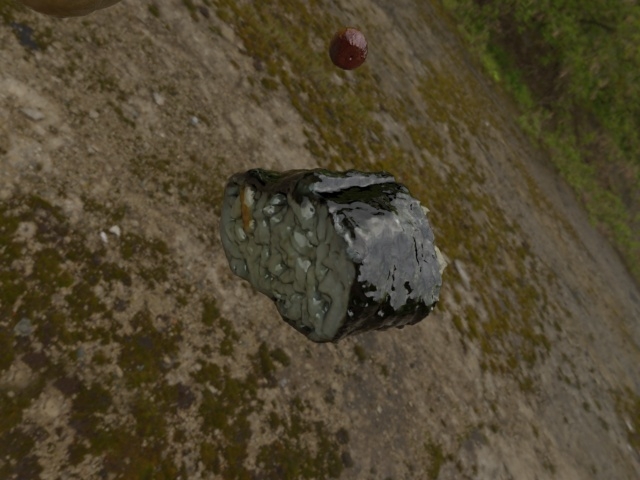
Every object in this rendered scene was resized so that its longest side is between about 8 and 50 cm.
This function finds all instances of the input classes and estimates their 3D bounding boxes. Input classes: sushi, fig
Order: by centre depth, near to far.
[{"bbox_3d":[0.000,0.000,0.764,0.171,0.350,0.210,-9,106,-33],"label":"sushi"},{"bbox_3d":[0.086,-0.545,1.592,0.119,0.119,0.153,46,34,-11],"label":"fig"}]

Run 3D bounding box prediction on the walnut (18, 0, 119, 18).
[{"bbox_3d":[-0.383,-0.494,0.839,0.333,0.333,0.332,36,33,-28],"label":"walnut"}]
